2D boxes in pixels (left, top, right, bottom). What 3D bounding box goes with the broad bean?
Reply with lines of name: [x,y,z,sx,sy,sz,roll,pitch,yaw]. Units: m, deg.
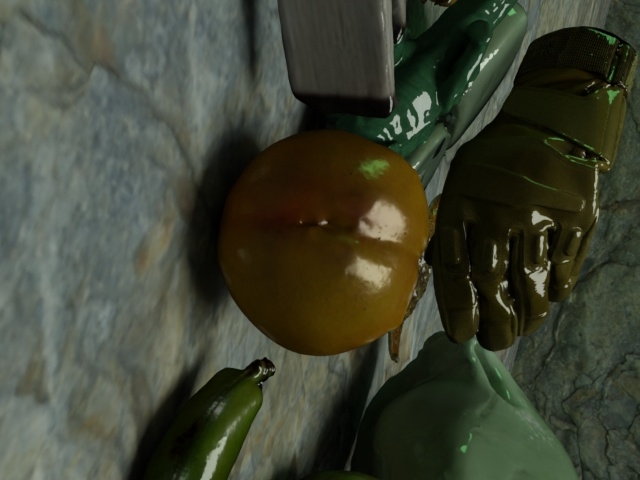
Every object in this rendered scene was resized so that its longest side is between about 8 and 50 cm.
broad bean: [-0.086,0.154,0.579,0.070,0.048,0.213,81,32,-53]

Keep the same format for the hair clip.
hair clip: [0.007,-0.227,0.514,0.330,0.085,0.101,84,24,-43]

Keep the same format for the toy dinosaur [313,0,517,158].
toy dinosaur: [0.069,-0.119,0.700,0.292,0.079,0.120,-51,166,14]

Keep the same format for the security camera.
security camera: [0.087,-0.100,0.882,0.301,0.080,0.157,-56,171,-22]

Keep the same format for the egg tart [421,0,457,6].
egg tart: [0.153,-0.380,0.696,0.443,0.178,0.443,14,90,-71]

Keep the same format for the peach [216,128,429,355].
peach: [0.000,0.000,0.597,0.138,0.138,0.138,14,90,-73]

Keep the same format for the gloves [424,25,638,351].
gloves: [0.199,-0.052,0.942,0.331,0.154,0.141,-64,164,-11]

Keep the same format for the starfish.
starfish: [0.094,0.006,1.032,0.138,0.050,0.247,83,20,-47]

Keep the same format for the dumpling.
dumpling: [0.132,0.254,0.977,0.320,0.270,0.211,-68,159,-56]

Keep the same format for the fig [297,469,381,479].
fig: [-0.015,0.247,0.809,0.245,0.149,0.149,43,60,-47]
